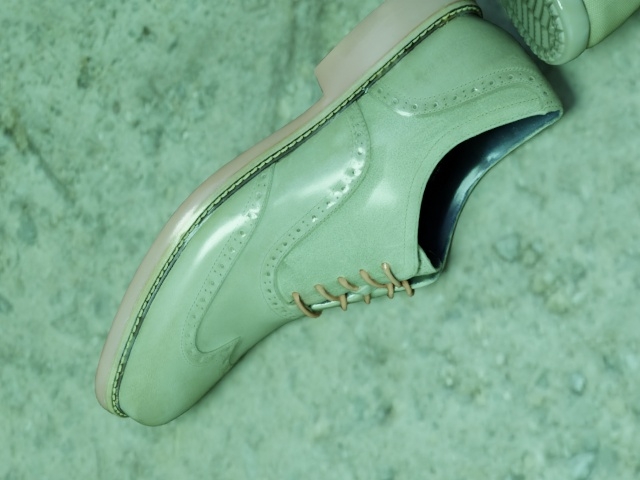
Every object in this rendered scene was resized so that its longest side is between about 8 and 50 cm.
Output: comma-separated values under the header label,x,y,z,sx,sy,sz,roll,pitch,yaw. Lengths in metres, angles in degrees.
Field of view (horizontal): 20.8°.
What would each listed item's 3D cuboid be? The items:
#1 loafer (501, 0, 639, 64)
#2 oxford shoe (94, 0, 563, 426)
label,x,y,z,sx,sy,sz,roll,pitch,yaw
loafer,0.148,-0.237,1.235,0.092,0.102,0.269,-15,60,-14
oxford shoe,0.000,0.000,1.223,0.146,0.140,0.397,45,100,19
